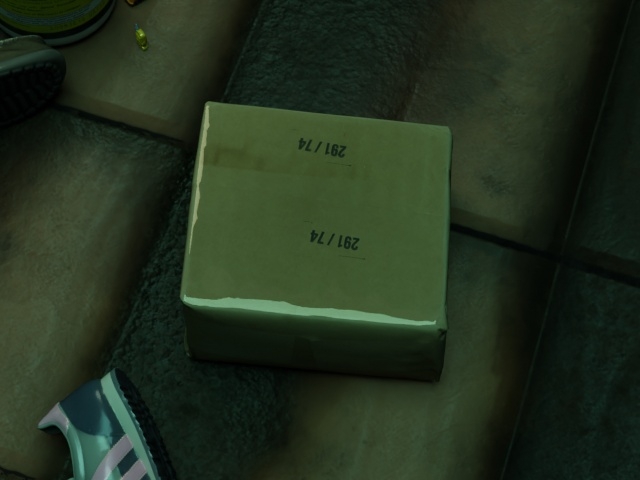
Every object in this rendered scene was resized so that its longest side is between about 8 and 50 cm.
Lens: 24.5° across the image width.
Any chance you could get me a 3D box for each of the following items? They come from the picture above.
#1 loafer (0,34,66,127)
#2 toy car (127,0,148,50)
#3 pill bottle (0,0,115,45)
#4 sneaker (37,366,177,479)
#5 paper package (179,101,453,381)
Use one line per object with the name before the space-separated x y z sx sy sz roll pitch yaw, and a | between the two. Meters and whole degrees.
loafer | -0.522 -0.212 1.946 0.366 0.134 0.130 -16 66 -10
toy car | -0.243 -0.332 2.068 0.060 0.040 0.122 -16 65 -10
pill bottle | -0.374 -0.420 1.943 0.188 0.334 0.188 1 64 -2
sneaker | -0.231 0.315 1.727 0.131 0.112 0.319 -26 64 4
paper package | 0.000 0.000 1.844 0.325 0.168 0.309 4 62 1
